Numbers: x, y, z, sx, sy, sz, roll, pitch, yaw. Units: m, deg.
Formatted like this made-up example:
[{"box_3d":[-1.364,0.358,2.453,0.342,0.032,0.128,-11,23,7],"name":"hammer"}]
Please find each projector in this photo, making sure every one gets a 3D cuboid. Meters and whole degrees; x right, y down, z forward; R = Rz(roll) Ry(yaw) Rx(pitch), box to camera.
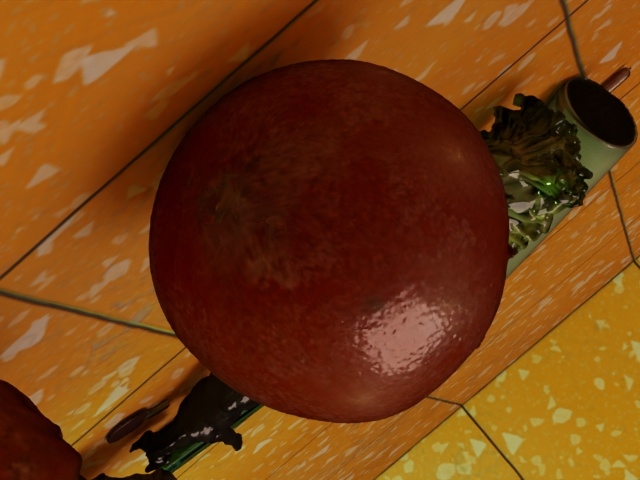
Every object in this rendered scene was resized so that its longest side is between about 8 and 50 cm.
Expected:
[{"box_3d":[0.234,-0.045,1.891,0.108,0.108,0.337,-23,159,-48],"name":"projector"}]

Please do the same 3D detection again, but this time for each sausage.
[{"box_3d":[0.339,-0.177,1.933,0.100,0.015,0.015,-41,166,4],"name":"sausage"}]

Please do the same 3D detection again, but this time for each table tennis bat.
[{"box_3d":[-0.198,0.196,1.733,0.083,0.007,0.050,-29,163,-36],"name":"table tennis bat"}]

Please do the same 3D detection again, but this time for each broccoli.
[{"box_3d":[0.141,-0.070,1.586,0.165,0.145,0.304,-37,159,34],"name":"broccoli"}]

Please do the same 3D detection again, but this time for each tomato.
[{"box_3d":[0.000,0.000,1.143,0.265,0.265,0.265,-37,165,-11],"name":"tomato"}]

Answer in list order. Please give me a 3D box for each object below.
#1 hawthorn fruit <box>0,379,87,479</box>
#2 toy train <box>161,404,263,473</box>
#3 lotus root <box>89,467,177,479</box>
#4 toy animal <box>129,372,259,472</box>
[{"box_3d":[-0.296,0.220,1.181,0.260,0.224,0.224,-17,159,-18],"name":"hawthorn fruit"},{"box_3d":[-0.110,0.197,1.881,0.209,0.044,0.042,-36,164,-17],"name":"toy train"},{"box_3d":[-0.284,0.386,1.761,0.314,0.142,0.210,-42,158,29],"name":"lotus root"},{"box_3d":[-0.105,0.185,1.763,0.232,0.084,0.148,-40,171,30],"name":"toy animal"}]
